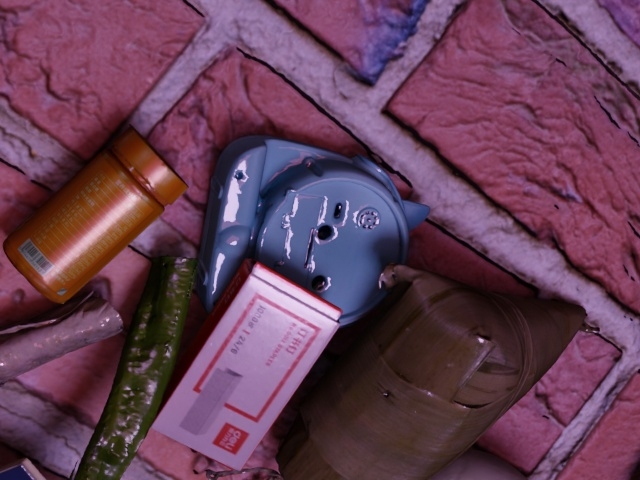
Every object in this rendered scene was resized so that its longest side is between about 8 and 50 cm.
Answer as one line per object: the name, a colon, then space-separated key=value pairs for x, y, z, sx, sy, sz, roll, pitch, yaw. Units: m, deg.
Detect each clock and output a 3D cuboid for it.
clock: x=0.000 y=0.000 z=1.175 sx=0.274 sy=0.094 sz=0.223 roll=5 pitch=105 yaw=-17

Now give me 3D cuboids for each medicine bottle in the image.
medicine bottle: x=-0.244 y=-0.028 z=1.092 sx=0.192 sy=0.096 sz=0.096 roll=-44 pitch=113 yaw=-1

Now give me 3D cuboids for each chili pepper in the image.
chili pepper: x=-0.211 y=0.179 z=1.085 sx=0.076 sy=0.085 sz=0.359 roll=33 pitch=63 yaw=-35

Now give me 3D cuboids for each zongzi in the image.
zongzi: x=0.119 y=0.227 z=1.270 sx=0.418 sy=0.181 sz=0.447 roll=4 pitch=132 yaw=-51

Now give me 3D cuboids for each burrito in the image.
burrito: x=-0.329 y=0.117 z=1.119 sx=0.226 sy=0.087 sz=0.060 roll=-23 pitch=102 yaw=-5

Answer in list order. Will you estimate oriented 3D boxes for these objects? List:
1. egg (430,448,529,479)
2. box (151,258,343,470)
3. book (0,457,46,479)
egg: x=0.182 y=0.437 z=1.252 sx=0.283 sy=0.283 sz=0.345 roll=16 pitch=69 yaw=-20
box: x=-0.084 y=0.137 z=1.120 sx=0.123 sy=0.050 sz=0.229 roll=30 pitch=103 yaw=-16
book: x=-0.312 y=0.395 z=1.152 sx=0.228 sy=0.018 sz=0.322 roll=-25 pitch=110 yaw=31
